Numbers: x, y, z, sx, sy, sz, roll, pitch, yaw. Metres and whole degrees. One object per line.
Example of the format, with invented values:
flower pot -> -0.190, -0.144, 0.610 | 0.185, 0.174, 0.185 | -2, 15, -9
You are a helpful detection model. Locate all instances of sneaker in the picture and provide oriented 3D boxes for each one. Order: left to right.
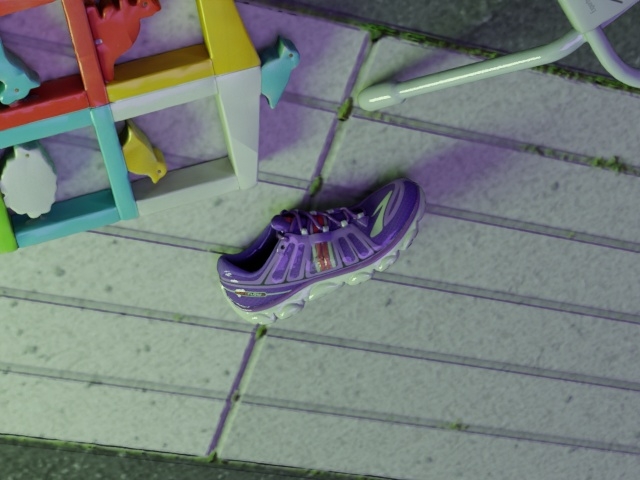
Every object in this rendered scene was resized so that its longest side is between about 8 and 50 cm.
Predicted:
sneaker -> 0.000, 0.000, 1.186 | 0.170, 0.068, 0.071 | -30, 120, 4

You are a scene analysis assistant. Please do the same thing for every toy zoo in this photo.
toy zoo -> -0.158, -0.097, 1.096 | 0.293, 0.030, 0.192 | -16, 125, -7

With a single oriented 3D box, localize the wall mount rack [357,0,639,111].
wall mount rack -> 0.116, -0.224, 1.047 | 0.304, 0.130, 0.350 | -36, 125, 3
